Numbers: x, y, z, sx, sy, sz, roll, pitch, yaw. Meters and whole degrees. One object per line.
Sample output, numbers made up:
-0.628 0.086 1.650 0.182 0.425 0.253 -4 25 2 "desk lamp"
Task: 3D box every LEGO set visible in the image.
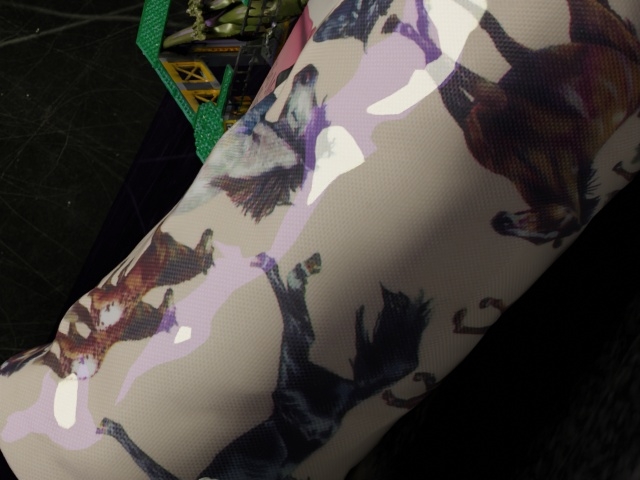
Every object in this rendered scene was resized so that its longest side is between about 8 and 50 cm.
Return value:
-0.025 -0.233 1.675 0.255 0.192 0.331 46 133 47 "LEGO set"

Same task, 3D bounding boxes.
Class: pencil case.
0.007 -0.009 0.852 0.410 0.160 0.183 -49 38 18 "pencil case"

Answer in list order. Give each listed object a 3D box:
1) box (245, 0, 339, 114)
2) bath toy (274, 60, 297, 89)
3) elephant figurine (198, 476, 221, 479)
0.013 -0.046 1.143 0.232 0.126 0.149 -60 11 19 "box"
0.000 0.000 1.015 0.348 0.151 0.129 -56 20 17 "bath toy"
-0.037 0.233 0.745 0.239 0.186 0.169 -118 14 -45 "elephant figurine"
